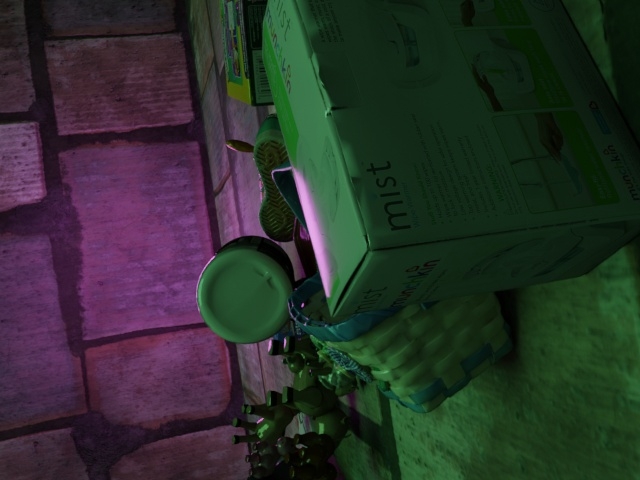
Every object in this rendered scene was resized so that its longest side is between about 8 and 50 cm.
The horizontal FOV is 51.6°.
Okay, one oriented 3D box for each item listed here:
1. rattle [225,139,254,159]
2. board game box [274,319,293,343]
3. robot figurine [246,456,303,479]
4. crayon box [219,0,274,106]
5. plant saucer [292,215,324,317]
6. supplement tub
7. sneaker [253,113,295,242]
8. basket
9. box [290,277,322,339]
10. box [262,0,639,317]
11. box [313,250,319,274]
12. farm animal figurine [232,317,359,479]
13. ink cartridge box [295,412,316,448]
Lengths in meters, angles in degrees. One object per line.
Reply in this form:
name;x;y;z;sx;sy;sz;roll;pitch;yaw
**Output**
rattle;-0.145;-0.142;1.566;0.130;0.143;0.199;49;142;31
board game box;-0.121;0.161;1.793;0.210;0.047;0.160;-122;28;-58
robot figurine;-0.049;0.582;1.454;0.278;0.174;0.209;30;136;52
crayon box;-0.148;-0.489;1.441;0.313;0.106;0.362;-135;39;-67
plant saucer;0.000;0.000;1.272;0.258;0.048;0.259;100;156;-49
supplement tub;-0.149;0.091;1.402;0.316;0.194;0.193;-122;26;-84
sneaker;-0.081;-0.132;1.422;0.121;0.108;0.302;-85;-4;-46
basket;0.056;0.028;0.716;0.288;0.201;0.255;61;167;-7
box;-0.043;0.162;1.538;0.225;0.037;0.136;147;114;-75
box;0.094;-0.094;0.527;0.126;0.231;0.261;111;147;-61
box;0.046;-0.016;1.007;0.158;0.093;0.155;-177;80;-76
farm animal figurine;-0.024;0.321;1.302;0.330;0.172;0.326;4;83;61
ink cartridge box;-0.010;0.405;1.485;0.150;0.063;0.109;109;149;-60
